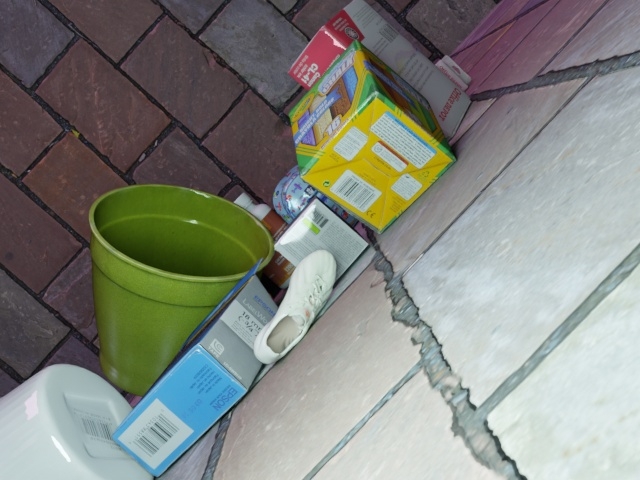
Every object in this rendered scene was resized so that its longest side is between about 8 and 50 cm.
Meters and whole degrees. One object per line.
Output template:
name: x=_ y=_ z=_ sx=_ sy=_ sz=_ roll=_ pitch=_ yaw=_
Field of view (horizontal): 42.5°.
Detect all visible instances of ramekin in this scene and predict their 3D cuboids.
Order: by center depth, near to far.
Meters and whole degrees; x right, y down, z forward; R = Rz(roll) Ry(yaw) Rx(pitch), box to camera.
ramekin: x=-0.386 y=0.325 z=1.275 sx=0.135 sy=0.277 sz=0.277 roll=-39 pitch=6 yaw=9

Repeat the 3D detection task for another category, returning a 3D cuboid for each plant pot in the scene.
plant pot: x=-0.316 y=0.122 z=1.700 sx=0.366 sy=0.366 sz=0.353 roll=-57 pitch=-14 yaw=-62

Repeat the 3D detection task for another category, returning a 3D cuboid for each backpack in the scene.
backpack: x=-0.005 y=-0.082 z=1.717 sx=0.158 sy=0.173 sz=0.117 roll=-48 pitch=5 yaw=-13

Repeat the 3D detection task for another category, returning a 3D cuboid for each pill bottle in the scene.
pill bottle: x=-0.122 y=-0.003 z=1.841 sx=0.121 sy=0.216 sz=0.121 roll=-47 pitch=5 yaw=6

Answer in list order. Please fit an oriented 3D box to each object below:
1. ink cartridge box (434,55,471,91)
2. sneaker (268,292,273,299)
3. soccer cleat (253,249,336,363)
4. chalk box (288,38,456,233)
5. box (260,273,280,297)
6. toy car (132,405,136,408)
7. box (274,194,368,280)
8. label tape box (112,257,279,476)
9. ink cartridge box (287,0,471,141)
ink cartridge box: x=0.276 y=-0.355 z=1.936 sx=0.143 sy=0.092 sz=0.090 roll=-45 pitch=5 yaw=12
sneaker: x=-0.116 y=0.153 z=1.583 sx=0.067 sy=0.064 sz=0.175 roll=-21 pitch=20 yaw=23
soccer cleat: x=-0.028 y=0.096 z=1.193 sx=0.196 sy=0.068 sz=0.076 roll=-57 pitch=13 yaw=-20
chalk box: x=0.073 y=-0.188 z=1.343 sx=0.179 sy=0.180 sz=0.289 roll=-45 pitch=28 yaw=22
box: x=-0.165 y=0.110 z=1.983 sx=0.261 sy=0.103 sz=0.184 roll=-52 pitch=10 yaw=-37
toy car: x=-0.567 y=0.551 z=2.241 sx=0.225 sy=0.053 sz=0.239 roll=-49 pitch=6 yaw=-24
box: x=0.000 y=0.000 z=1.372 sx=0.103 sy=0.114 sz=0.203 roll=-48 pitch=5 yaw=3
label tape box: x=-0.174 y=0.197 z=1.361 sx=0.240 sy=0.106 sz=0.333 roll=-45 pitch=5 yaw=25
ink cartridge box: x=0.120 y=-0.296 z=1.570 sx=0.131 sy=0.306 sz=0.226 roll=-45 pitch=5 yaw=35
